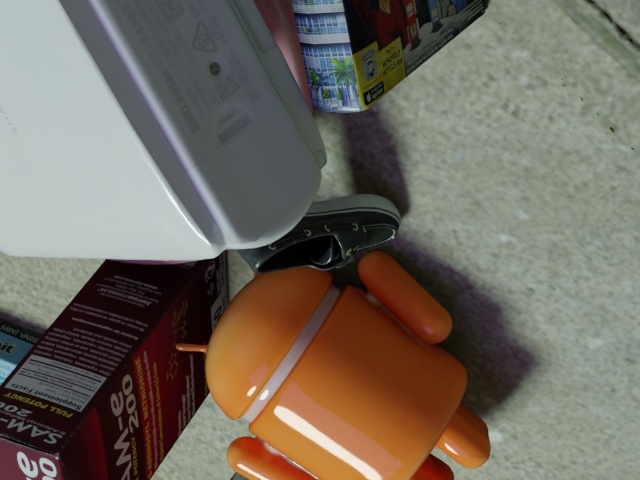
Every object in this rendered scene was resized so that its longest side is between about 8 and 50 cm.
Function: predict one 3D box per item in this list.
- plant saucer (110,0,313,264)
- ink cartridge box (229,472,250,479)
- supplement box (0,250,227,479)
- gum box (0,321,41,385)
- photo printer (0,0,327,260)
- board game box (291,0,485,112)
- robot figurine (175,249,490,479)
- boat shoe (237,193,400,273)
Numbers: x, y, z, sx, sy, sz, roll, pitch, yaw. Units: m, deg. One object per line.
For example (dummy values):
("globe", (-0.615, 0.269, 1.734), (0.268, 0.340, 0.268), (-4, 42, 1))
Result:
("plant saucer", (-0.149, -0.138, 1.054), (0.332, 0.084, 0.332), (15, 131, 18))
("ink cartridge box", (-0.015, 0.284, 1.332), (0.127, 0.072, 0.175), (9, 130, 24))
("supplement box", (-0.146, 0.105, 1.140), (0.073, 0.239, 0.130), (15, 132, 18))
("gum box", (-0.276, 0.146, 1.387), (0.157, 0.041, 0.184), (20, 134, 13))
("photo printer", (-0.161, -0.109, 0.902), (0.307, 0.107, 0.256), (1, 126, 53))
("board game box", (0.018, -0.188, 0.873), (0.060, 0.194, 0.194), (-3, 110, 26))
("robot figurine", (0.014, 0.099, 1.128), (0.219, 0.128, 0.158), (34, 137, -1))
("boat shoe", (0.000, 0.000, 1.049), (0.049, 0.142, 0.040), (-49, 57, 38))
